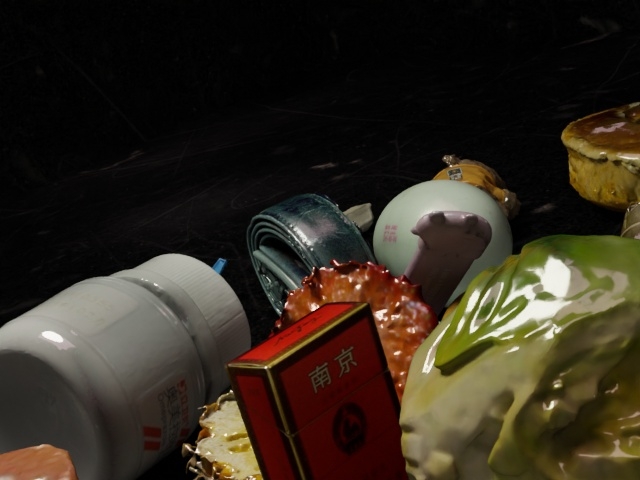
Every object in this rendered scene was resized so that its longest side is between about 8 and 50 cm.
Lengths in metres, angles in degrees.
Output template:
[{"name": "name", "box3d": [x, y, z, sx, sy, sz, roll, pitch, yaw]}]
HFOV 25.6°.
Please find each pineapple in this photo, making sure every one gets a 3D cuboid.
[{"name": "pineapple", "box3d": [-0.051, 0.251, 1.551, 0.186, 0.114, 0.236, -19, 25, -12]}]

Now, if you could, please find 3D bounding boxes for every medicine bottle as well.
[{"name": "medicine bottle", "box3d": [-0.252, 0.162, 1.764, 0.245, 0.245, 0.306, -5, 19, 36]}]

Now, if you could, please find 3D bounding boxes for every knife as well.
[{"name": "knife", "box3d": [0.131, 0.053, 1.720, 0.132, 0.038, 0.398, 3, -25, -8]}]

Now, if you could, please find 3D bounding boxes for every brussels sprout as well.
[{"name": "brussels sprout", "box3d": [0.238, 0.138, 1.315, 0.344, 0.268, 0.344, -20, 20, 8]}]

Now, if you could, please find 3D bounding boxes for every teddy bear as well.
[{"name": "teddy bear", "box3d": [0.236, -0.057, 2.287, 0.177, 0.140, 0.190, -12, 24, 3]}]

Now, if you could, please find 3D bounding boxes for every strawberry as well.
[{"name": "strawberry", "box3d": [0.060, 0.151, 1.694, 0.234, 0.233, 0.178, -11, -16, 19]}]

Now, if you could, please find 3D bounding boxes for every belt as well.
[{"name": "belt", "box3d": [-0.008, 0.045, 2.015, 0.116, 0.206, 0.267, -26, 24, -23]}]

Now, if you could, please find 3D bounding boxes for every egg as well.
[{"name": "egg", "box3d": [0.170, 0.004, 2.024, 0.183, 0.182, 0.264, -21, 9, -18]}]

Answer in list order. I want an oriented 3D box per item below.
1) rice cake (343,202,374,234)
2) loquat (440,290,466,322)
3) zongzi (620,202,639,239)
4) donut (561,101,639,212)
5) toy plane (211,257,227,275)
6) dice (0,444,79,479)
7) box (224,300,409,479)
[{"name": "rice cake", "box3d": [0.000, 0.000, 2.451, 0.256, 0.052, 0.057, -30, -13, -43]}, {"name": "loquat", "box3d": [0.209, 0.121, 1.667, 0.141, 0.141, 0.141, -15, 15, 4]}, {"name": "zongzi", "box3d": [0.476, 0.011, 1.908, 0.160, 0.078, 0.176, -7, 28, 29]}, {"name": "donut", "box3d": [0.550, -0.133, 2.217, 0.330, 0.159, 0.330, -8, 25, 4]}, {"name": "toy plane", "box3d": [-0.234, 0.107, 2.234, 0.254, 0.105, 0.271, -36, 17, -18]}, {"name": "dice", "box3d": [-0.299, 0.321, 1.390, 0.174, 0.174, 0.179, -19, 19, -12]}, {"name": "box", "box3d": [0.012, 0.197, 1.378, 0.153, 0.239, 0.074, -28, 17, -37]}]
